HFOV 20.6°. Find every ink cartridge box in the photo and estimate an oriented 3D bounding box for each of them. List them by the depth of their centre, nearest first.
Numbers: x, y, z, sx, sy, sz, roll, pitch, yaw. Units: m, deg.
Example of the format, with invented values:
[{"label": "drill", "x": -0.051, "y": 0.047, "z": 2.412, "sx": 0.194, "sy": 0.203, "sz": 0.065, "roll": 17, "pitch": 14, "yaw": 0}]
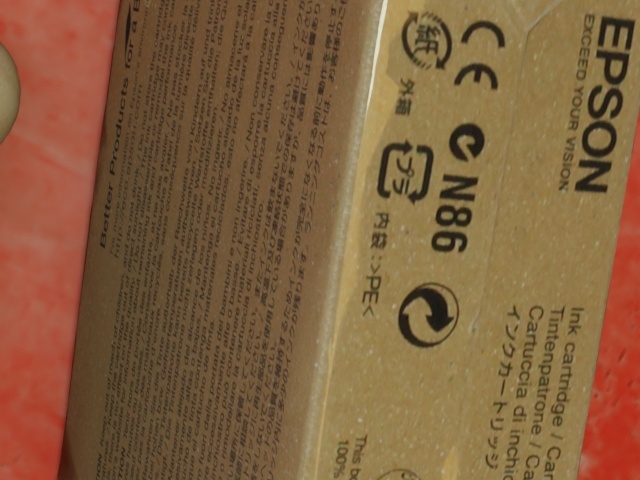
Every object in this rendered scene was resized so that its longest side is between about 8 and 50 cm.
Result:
[{"label": "ink cartridge box", "x": 0.000, "y": 0.000, "z": 0.528, "sx": 0.088, "sy": 0.193, "sz": 0.235, "roll": 4, "pitch": 101, "yaw": -25}]

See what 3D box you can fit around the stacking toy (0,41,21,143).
[{"label": "stacking toy", "x": -0.174, "y": 0.093, "z": 0.528, "sx": 0.141, "sy": 0.141, "sz": 0.330, "roll": 1, "pitch": 109, "yaw": -22}]
